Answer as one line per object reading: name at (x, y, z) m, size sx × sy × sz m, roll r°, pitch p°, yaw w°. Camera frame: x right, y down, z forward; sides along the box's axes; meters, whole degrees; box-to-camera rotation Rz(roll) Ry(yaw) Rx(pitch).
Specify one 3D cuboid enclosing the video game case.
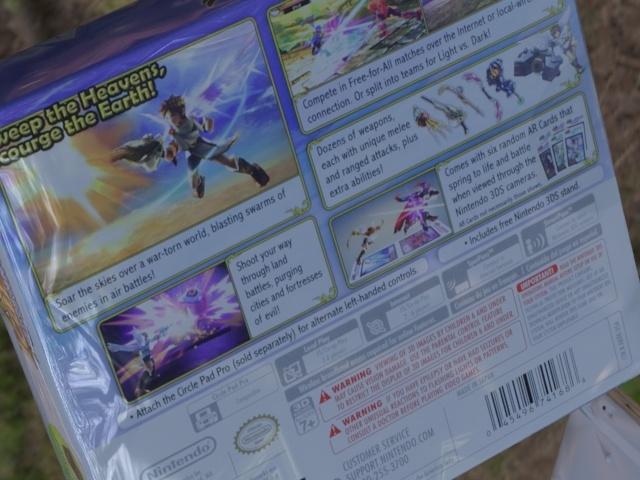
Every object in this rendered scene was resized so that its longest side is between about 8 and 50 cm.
video game case at (0.000, 0.000, 0.795) m, size 0.269 × 0.061 × 0.244 m, roll -26°, pitch 118°, yaw -20°

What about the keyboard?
keyboard at (0.176, 0.142, 0.901) m, size 0.014 × 0.256 × 0.072 m, roll 1°, pitch 110°, yaw -21°
